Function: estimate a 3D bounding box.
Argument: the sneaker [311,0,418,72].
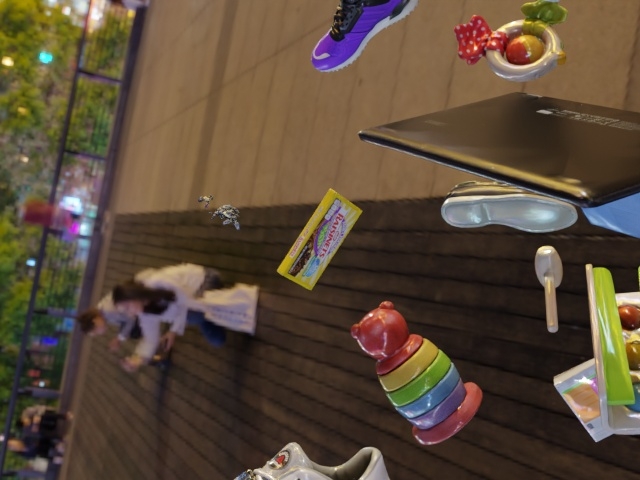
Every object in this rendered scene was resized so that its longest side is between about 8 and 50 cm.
[{"bbox_3d":[0.073,-0.518,1.971,0.293,0.146,0.102,-39,53,14],"label":"sneaker"}]

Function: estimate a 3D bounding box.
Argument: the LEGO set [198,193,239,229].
[{"bbox_3d":[-0.151,-0.050,1.321,0.023,0.083,0.054,-64,-11,28],"label":"LEGO set"}]

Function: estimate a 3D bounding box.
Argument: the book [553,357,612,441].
[{"bbox_3d":[0.514,0.295,1.595,0.096,0.144,0.035,-33,10,21],"label":"book"}]

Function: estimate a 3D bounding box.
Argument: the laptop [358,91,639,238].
[{"bbox_3d":[0.325,-0.034,1.037,0.382,0.408,0.236,27,128,56],"label":"laptop"}]

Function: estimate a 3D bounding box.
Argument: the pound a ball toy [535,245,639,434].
[{"bbox_3d":[0.468,0.156,1.407,0.319,0.208,0.136,-81,-24,-43],"label":"pound a ball toy"}]

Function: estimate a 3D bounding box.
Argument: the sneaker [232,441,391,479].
[{"bbox_3d":[-0.068,0.312,1.009,0.122,0.330,0.146,-171,78,-64],"label":"sneaker"}]

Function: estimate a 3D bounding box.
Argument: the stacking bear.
[{"bbox_3d":[0.186,0.264,1.788,0.175,0.289,0.164,-39,3,1],"label":"stacking bear"}]

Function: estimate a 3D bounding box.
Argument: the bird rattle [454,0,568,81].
[{"bbox_3d":[0.437,-0.443,1.925,0.143,0.253,0.207,78,175,-54],"label":"bird rattle"}]

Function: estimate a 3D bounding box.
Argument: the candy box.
[{"bbox_3d":[0.000,0.000,1.812,0.027,0.105,0.206,34,92,40],"label":"candy box"}]

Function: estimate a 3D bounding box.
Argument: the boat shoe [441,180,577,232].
[{"bbox_3d":[0.323,-0.065,1.466,0.068,0.228,0.081,-64,-31,-42],"label":"boat shoe"}]
